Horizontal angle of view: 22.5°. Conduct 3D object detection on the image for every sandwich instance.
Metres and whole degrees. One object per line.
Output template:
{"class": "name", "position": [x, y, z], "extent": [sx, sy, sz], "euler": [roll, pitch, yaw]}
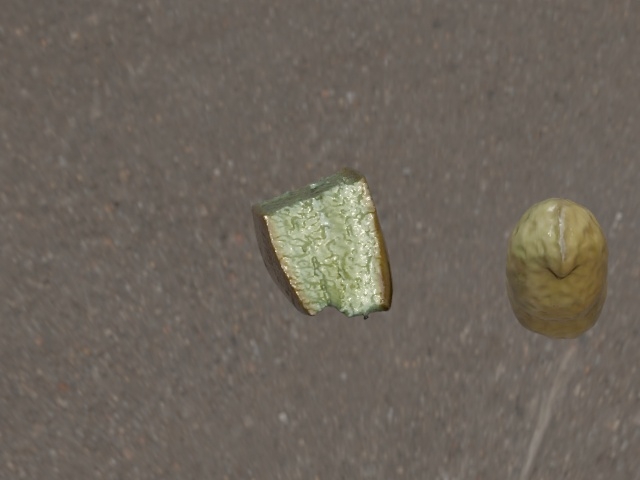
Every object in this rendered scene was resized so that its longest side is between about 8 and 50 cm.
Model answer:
{"class": "sandwich", "position": [0.000, 0.000, 1.322], "extent": [0.094, 0.258, 0.096], "euler": [-17, 99, -5]}

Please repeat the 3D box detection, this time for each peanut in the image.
{"class": "peanut", "position": [0.223, 0.029, 1.530], "extent": [0.101, 0.263, 0.117], "euler": [-17, 78, 6]}
